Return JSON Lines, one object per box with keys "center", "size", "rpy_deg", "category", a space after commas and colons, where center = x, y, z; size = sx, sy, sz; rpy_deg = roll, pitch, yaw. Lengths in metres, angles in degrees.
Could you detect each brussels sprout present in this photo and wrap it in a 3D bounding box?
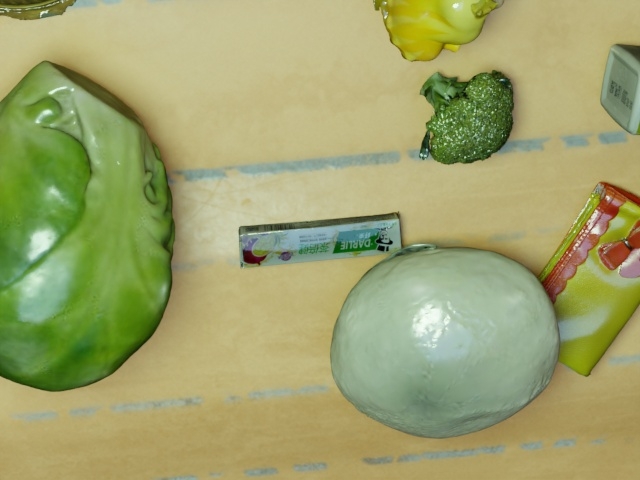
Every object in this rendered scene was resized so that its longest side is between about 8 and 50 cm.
{"center": [-0.307, -0.017, 1.463], "size": [0.281, 0.289, 0.354], "rpy_deg": [16, 98, -26], "category": "brussels sprout"}

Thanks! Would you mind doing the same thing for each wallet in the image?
{"center": [0.355, 0.051, 1.662], "size": [0.141, 0.067, 0.241], "rpy_deg": [27, 108, -13], "category": "wallet"}

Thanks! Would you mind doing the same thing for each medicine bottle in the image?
{"center": [0.446, -0.176, 1.541], "size": [0.189, 0.132, 0.088], "rpy_deg": [4, 112, -7], "category": "medicine bottle"}

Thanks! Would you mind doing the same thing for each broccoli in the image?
{"center": [0.173, -0.151, 1.545], "size": [0.120, 0.130, 0.131], "rpy_deg": [46, 122, 17], "category": "broccoli"}

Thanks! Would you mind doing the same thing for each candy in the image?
{"center": [0.153, 0.140, 1.600], "size": [0.296, 0.185, 0.295], "rpy_deg": [5, 124, 7], "category": "candy"}

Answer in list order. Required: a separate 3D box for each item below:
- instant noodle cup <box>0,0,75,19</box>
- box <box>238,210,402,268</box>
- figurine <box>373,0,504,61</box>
{"center": [-0.347, -0.369, 1.418], "size": [0.274, 0.090, 0.274], "rpy_deg": [-1, 112, -3], "category": "instant noodle cup"}
{"center": [0.000, 0.000, 1.624], "size": [0.207, 0.041, 0.049], "rpy_deg": [-5, 109, -3], "category": "box"}
{"center": [0.176, -0.294, 1.469], "size": [0.246, 0.156, 0.131], "rpy_deg": [-26, 110, -13], "category": "figurine"}
